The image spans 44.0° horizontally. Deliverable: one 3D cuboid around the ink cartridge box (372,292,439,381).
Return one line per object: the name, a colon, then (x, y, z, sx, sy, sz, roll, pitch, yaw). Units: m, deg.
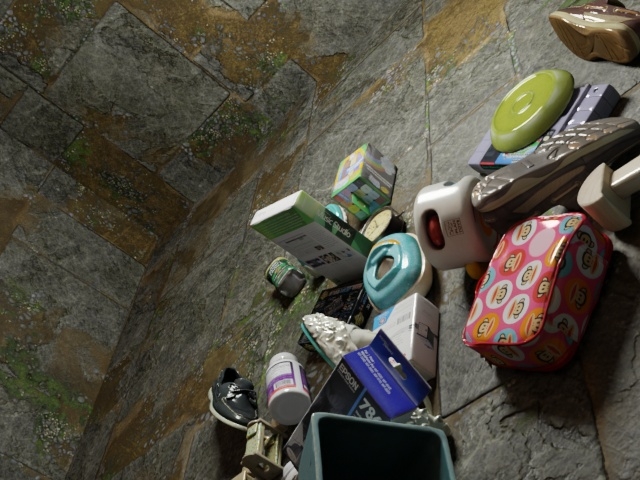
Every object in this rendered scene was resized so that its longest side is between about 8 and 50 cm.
ink cartridge box: (0.180, 0.230, 1.730, 0.139, 0.082, 0.191, -36, 29, 37)

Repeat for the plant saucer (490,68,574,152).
plant saucer: (0.482, -0.313, 1.852, 0.241, 0.037, 0.241, -42, 24, 24)

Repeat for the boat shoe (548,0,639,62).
boat shoe: (0.659, -0.500, 1.841, 0.123, 0.123, 0.342, -38, 23, 1)

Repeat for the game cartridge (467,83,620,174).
game cartridge: (0.502, -0.251, 1.842, 0.230, 0.068, 0.355, -53, 21, -10)

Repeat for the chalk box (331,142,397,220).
chalk box: (0.128, -0.158, 2.355, 0.132, 0.132, 0.213, -34, 28, 39)

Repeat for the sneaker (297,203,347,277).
sneaker: (0.004, -0.016, 2.420, 0.107, 0.110, 0.275, -32, 29, 43)

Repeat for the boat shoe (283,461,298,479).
boat shoe: (0.010, 0.480, 1.708, 0.258, 0.095, 0.084, -53, 23, 30)

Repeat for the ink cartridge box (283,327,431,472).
ink cartridge box: (0.060, 0.339, 1.486, 0.165, 0.065, 0.333, 49, 120, 37)

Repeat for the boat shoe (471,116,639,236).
boat shoe: (0.484, -0.127, 1.604, 0.355, 0.130, 0.132, -28, 19, 12)

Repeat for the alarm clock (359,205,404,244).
alarm clock: (0.161, -0.027, 2.181, 0.192, 0.064, 0.129, 0, 56, 61)

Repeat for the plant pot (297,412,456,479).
plant pot: (0.076, 0.480, 1.341, 0.247, 0.247, 0.252, -97, 21, -51)

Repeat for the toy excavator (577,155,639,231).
toy excavator: (0.642, -0.143, 1.257, 0.433, 0.222, 0.445, -47, 9, 15)

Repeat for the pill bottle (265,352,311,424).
pill bottle: (-0.085, 0.370, 2.020, 0.108, 0.108, 0.193, -47, 22, 14)

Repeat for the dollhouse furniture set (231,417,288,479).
dollhouse furniture set: (-0.173, 0.516, 1.984, 0.161, 0.101, 0.182, -42, 24, 27)

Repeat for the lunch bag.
lunch bag: (0.384, 0.095, 1.473, 0.258, 0.120, 0.293, -11, 47, 60)

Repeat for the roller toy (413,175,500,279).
roller toy: (0.303, -0.036, 1.716, 0.146, 0.191, 0.209, -14, 47, 31)

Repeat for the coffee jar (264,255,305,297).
coffee jar: (-0.116, 0.112, 2.510, 0.096, 0.079, 0.184, -54, 21, -2)

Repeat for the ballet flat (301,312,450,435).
ballet flat: (0.117, 0.272, 1.595, 0.147, 0.147, 0.409, -48, 54, 12)

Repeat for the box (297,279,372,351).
box: (0.045, 0.201, 2.089, 0.220, 0.051, 0.175, -19, 40, 55)

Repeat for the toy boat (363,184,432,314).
toy boat: (0.211, 0.017, 1.899, 0.318, 0.148, 0.267, -48, 22, 13)

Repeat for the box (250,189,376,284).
box: (0.000, 0.000, 2.117, 0.232, 0.322, 0.059, -20, 42, 53)

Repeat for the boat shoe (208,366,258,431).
boat shoe: (-0.231, 0.432, 2.200, 0.113, 0.127, 0.340, -66, 13, -1)
